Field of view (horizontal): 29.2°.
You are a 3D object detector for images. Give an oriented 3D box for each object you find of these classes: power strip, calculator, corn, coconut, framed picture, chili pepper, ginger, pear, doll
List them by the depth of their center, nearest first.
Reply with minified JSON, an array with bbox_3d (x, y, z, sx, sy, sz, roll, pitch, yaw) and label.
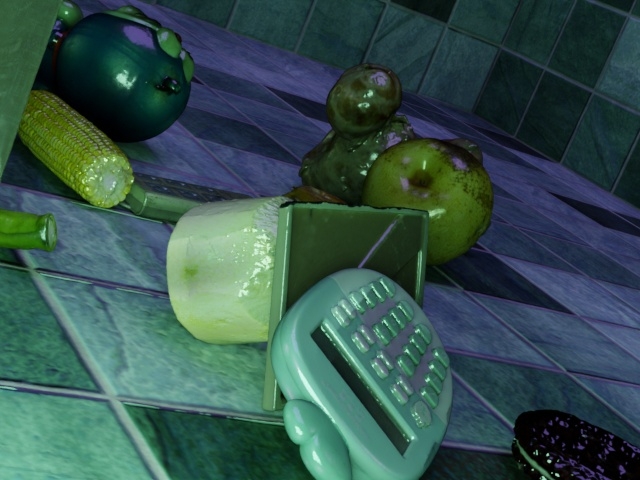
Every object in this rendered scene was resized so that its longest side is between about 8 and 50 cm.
[{"bbox_3d":[0.038,0.122,1.083,0.185,0.041,0.299,52,30,-4],"label":"calculator"},{"bbox_3d":[-0.078,0.030,1.200,0.152,0.147,0.147,-4,0,28],"label":"coconut"},{"bbox_3d":[-0.352,-0.029,1.200,0.201,0.052,0.050,19,-17,5],"label":"chili pepper"},{"bbox_3d":[0.033,0.060,1.204,0.018,0.192,0.265,7,3,33],"label":"framed picture"},{"bbox_3d":[-0.317,-0.121,1.546,0.081,0.081,0.248,10,19,-42],"label":"corn"},{"bbox_3d":[-0.149,-0.044,1.614,0.268,0.034,0.092,11,18,-41],"label":"power strip"},{"bbox_3d":[-0.316,-0.247,1.825,0.321,0.186,0.198,13,-28,44],"label":"doll"},{"bbox_3d":[0.160,-0.053,1.835,0.197,0.197,0.197,21,14,-6],"label":"pear"},{"bbox_3d":[0.134,-0.114,1.991,0.375,0.256,0.176,33,36,-21],"label":"ginger"}]

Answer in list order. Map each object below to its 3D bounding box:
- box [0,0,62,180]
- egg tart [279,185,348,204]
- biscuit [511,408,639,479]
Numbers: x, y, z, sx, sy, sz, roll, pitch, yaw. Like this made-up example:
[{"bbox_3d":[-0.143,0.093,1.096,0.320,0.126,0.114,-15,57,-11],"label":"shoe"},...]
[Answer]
[{"bbox_3d":[-0.381,-0.182,1.281,0.148,0.231,0.155,21,-11,-21],"label":"box"},{"bbox_3d":[0.000,0.000,1.535,0.241,0.106,0.241,27,14,-7],"label":"egg tart"},{"bbox_3d":[0.276,0.230,1.215,0.194,0.053,0.194,22,13,-5],"label":"biscuit"}]
